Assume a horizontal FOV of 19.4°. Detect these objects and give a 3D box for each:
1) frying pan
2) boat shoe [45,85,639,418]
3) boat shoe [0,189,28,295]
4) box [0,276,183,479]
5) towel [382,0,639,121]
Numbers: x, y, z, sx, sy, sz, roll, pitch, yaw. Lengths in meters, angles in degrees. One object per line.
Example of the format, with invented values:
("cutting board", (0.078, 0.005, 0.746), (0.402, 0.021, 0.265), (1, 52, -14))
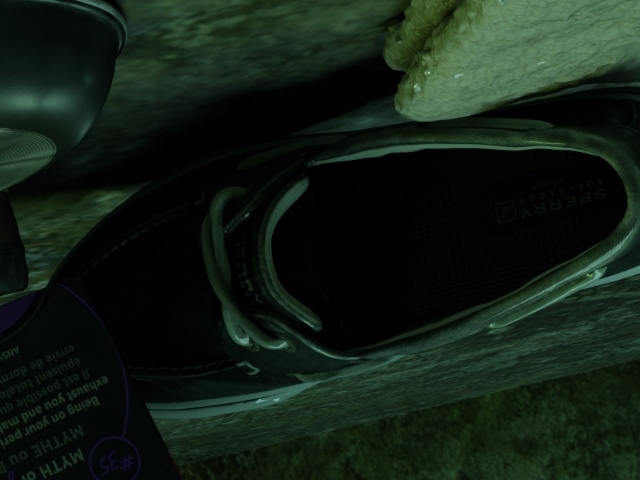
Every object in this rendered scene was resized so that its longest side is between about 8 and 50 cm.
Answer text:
("frying pan", (-0.187, -0.043, 0.591), (0.197, 0.053, 0.326), (-18, 171, 23))
("boat shoe", (0.000, 0.000, 0.810), (0.335, 0.121, 0.119), (-19, 174, 26))
("boat shoe", (-0.226, 0.033, 0.783), (0.224, 0.073, 0.080), (-24, 168, 9))
("box", (-0.125, 0.179, 0.787), (0.165, 0.270, 0.143), (-24, 170, -23))
("towel", (0.135, -0.105, 0.642), (0.187, 0.049, 0.282), (-12, 169, -12))
